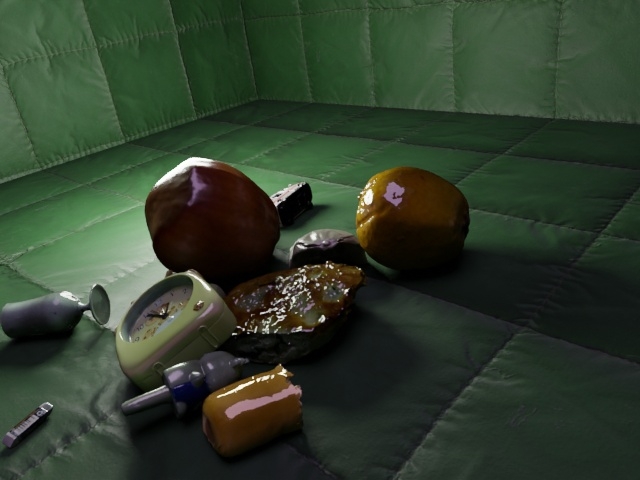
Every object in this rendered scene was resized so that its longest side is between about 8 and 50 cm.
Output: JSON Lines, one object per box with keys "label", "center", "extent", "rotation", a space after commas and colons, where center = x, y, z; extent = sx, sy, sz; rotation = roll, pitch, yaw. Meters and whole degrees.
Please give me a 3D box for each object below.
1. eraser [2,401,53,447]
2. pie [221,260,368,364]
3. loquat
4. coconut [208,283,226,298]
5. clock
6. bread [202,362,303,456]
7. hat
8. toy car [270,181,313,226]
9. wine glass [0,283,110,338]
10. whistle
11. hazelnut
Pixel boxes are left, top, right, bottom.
{"label": "eraser", "center": [-0.554, 0.349, 1.021], "extent": [0.027, 0.019, 0.099], "rotation": [18, 34, 19]}
{"label": "pie", "center": [-0.070, 0.147, 1.196], "extent": [0.355, 0.102, 0.288], "rotation": [-8, 25, 17]}
{"label": "loquat", "center": [0.231, -0.060, 1.353], "extent": [0.284, 0.275, 0.276], "rotation": [6, 29, 13]}
{"label": "coconut", "center": [-0.270, 0.145, 1.289], "extent": [0.083, 0.082, 0.081], "rotation": [23, -25, -38]}
{"label": "clock", "center": [-0.327, 0.169, 1.163], "extent": [0.235, 0.096, 0.308], "rotation": [-40, 33, -9]}
{"label": "bread", "center": [-0.121, 0.291, 0.936], "extent": [0.173, 0.085, 0.134], "rotation": [-18, 27, -20]}
{"label": "hat", "center": [0.000, 0.000, 1.450], "extent": [0.215, 0.149, 0.244], "rotation": [-12, 37, -8]}
{"label": "toy car", "center": [-0.112, -0.122, 1.770], "extent": [0.108, 0.089, 0.210], "rotation": [1, 30, 35]}
{"label": "wine glass", "center": [-0.643, 0.175, 1.305], "extent": [0.231, 0.103, 0.103], "rotation": [-10, 26, 2]}
{"label": "whistle", "center": [-0.243, 0.272, 1.000], "extent": [0.245, 0.092, 0.110], "rotation": [-18, -16, -27]}
{"label": "hazelnut", "center": [-0.291, -0.049, 1.442], "extent": [0.366, 0.365, 0.365], "rotation": [-7, 26, 3]}
